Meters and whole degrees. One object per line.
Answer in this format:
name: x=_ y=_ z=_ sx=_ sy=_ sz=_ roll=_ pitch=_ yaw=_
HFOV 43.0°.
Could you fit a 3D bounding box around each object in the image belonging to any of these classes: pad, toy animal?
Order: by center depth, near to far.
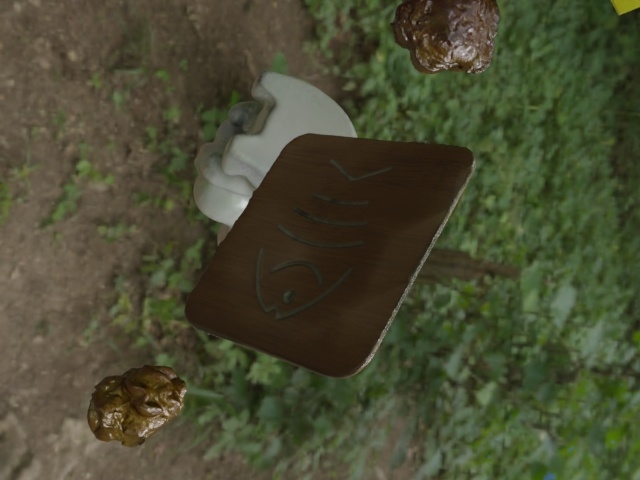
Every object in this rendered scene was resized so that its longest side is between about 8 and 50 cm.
pad: x=0.000 y=0.000 z=0.893 sx=0.018 sy=0.286 sz=0.284 roll=47 pitch=65 yaw=-40
toy animal: x=-0.080 y=-0.090 z=1.300 sx=0.367 sy=0.241 sz=0.196 roll=-32 pitch=-150 yaw=55

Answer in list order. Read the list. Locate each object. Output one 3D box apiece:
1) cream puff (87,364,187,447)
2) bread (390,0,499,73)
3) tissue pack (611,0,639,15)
cream puff: x=-0.228 y=0.199 z=1.004 sx=0.122 sy=0.094 sz=0.116 roll=-44 pitch=175 yaw=-4
bread: x=0.268 y=-0.487 z=1.797 sx=0.135 sy=0.232 sz=0.246 roll=175 pitch=-84 yaw=-76
tissue pack: x=0.422 y=-0.358 z=1.011 sx=0.062 sy=0.095 sz=0.176 roll=54 pitch=47 yaw=-20
